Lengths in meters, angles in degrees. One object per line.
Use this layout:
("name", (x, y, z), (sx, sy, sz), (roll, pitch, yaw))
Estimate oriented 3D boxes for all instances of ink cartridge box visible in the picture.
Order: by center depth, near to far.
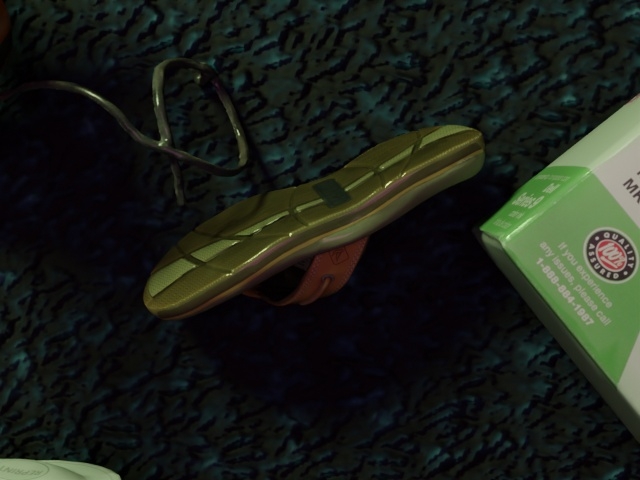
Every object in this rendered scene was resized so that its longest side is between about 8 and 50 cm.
("ink cartridge box", (0.201, -0.010, 0.390), (0.212, 0.093, 0.154), (-39, 91, 3))

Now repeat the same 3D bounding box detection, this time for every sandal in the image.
("sandal", (0.000, 0.000, 0.419), (0.180, 0.072, 0.049), (-25, 114, 0))

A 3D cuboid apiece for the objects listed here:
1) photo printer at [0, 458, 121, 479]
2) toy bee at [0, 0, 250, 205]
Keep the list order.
("photo printer", (-0.223, 0.233, 0.419), (0.308, 0.107, 0.256), (-1, 94, 3))
("toy bee", (-0.198, -0.096, 0.371), (0.162, 0.195, 0.298), (-27, 104, 28))
